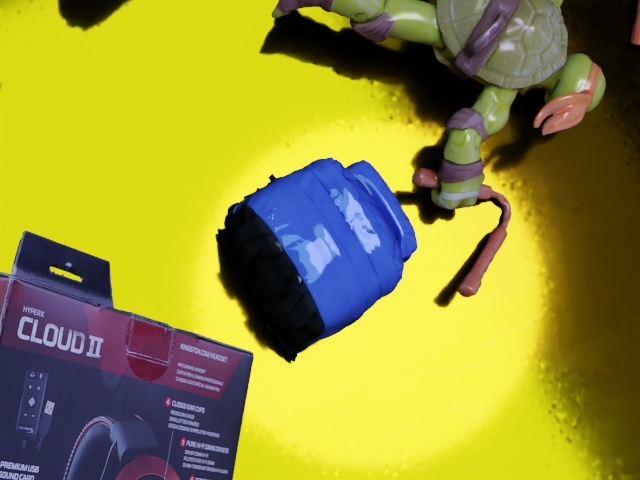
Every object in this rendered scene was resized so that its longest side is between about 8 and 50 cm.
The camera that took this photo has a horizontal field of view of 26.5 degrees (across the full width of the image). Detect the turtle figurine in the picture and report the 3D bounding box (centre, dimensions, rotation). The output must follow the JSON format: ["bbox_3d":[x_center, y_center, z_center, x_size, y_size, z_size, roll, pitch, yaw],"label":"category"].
[{"bbox_3d":[0.085,-0.120,0.817,0.217,0.087,0.269,29,79,-3],"label":"turtle figurine"}]

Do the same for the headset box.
[{"bbox_3d":[-0.146,0.146,0.671,0.110,0.218,0.293,4,79,28],"label":"headset box"}]

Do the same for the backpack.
[{"bbox_3d":[0.000,0.000,0.770,0.101,0.120,0.098,-36,87,-11],"label":"backpack"}]
